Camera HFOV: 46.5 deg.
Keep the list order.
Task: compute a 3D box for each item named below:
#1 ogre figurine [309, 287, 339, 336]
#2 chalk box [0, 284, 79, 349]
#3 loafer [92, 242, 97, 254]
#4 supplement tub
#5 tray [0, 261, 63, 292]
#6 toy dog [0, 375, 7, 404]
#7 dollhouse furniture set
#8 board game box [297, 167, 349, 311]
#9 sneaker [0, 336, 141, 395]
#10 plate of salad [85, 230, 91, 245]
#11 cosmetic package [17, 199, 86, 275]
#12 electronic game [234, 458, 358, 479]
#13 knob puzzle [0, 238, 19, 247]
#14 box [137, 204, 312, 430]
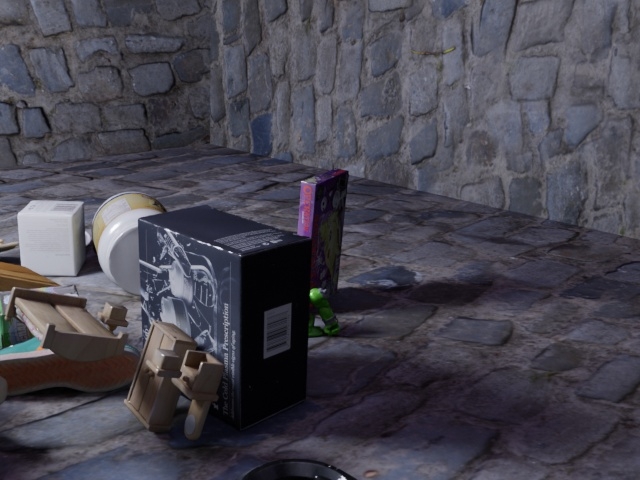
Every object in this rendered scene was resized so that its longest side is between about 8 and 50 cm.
[{"bbox_3d":[-0.053,0.164,1.765,0.197,0.118,0.097,10,18,22],"label":"ogre figurine"},{"bbox_3d":[-0.621,0.185,1.586,0.213,0.132,0.132,-6,20,-24],"label":"chalk box"},{"bbox_3d":[-0.592,-0.003,2.304,0.220,0.080,0.078,-3,18,-19],"label":"loafer"},{"bbox_3d":[-0.496,0.007,2.030,0.228,0.228,0.316,-4,18,-21],"label":"supplement tub"},{"bbox_3d":[-0.834,0.080,1.735,0.203,0.076,0.411,17,-1,41],"label":"tray"},{"bbox_3d":[-0.708,0.231,1.168,0.396,0.284,0.408,-11,23,-37],"label":"toy dog"},{"bbox_3d":[-0.397,0.218,1.247,0.356,0.173,0.303,15,5,-40],"label":"dollhouse furniture set"},{"bbox_3d":[0.000,0.000,1.926,0.056,0.346,0.208,14,20,26],"label":"board game box"},{"bbox_3d":[-0.505,0.232,1.481,0.302,0.108,0.121,-1,21,-9],"label":"sneaker"},{"bbox_3d":[-0.813,0.006,2.302,0.200,0.048,0.200,5,27,-3],"label":"plate of salad"},{"bbox_3d":[-0.756,-0.007,2.111,0.152,0.183,0.151,2,17,-6],"label":"cosmetic package"},{"bbox_3d":[-0.031,0.396,1.110,0.229,0.048,0.229,4,15,-1],"label":"electronic game"},{"bbox_3d":[-0.966,0.026,2.111,0.213,0.029,0.213,-14,0,0],"label":"knob puzzle"},{"bbox_3d":[-0.191,0.135,1.450,0.313,0.343,0.179,17,22,41],"label":"box"}]
